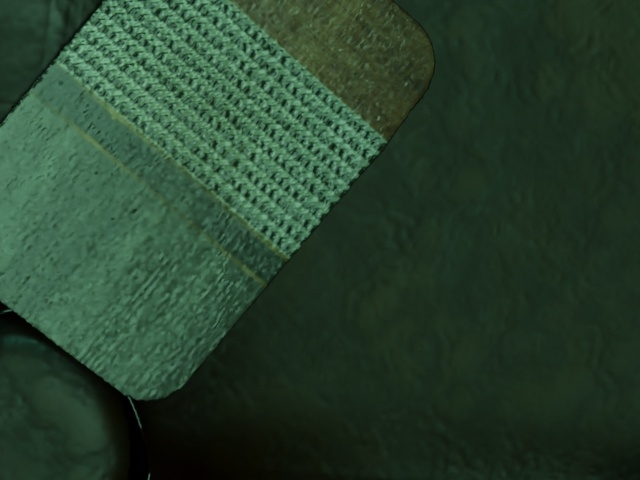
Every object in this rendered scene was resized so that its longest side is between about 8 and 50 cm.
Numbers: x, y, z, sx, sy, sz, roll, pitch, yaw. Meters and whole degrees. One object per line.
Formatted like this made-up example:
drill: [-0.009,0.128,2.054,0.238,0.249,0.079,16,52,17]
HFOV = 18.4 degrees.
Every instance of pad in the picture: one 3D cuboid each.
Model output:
pad: [-0.002,0.001,1.013,0.323,0.055,0.250,39,86,-2]
